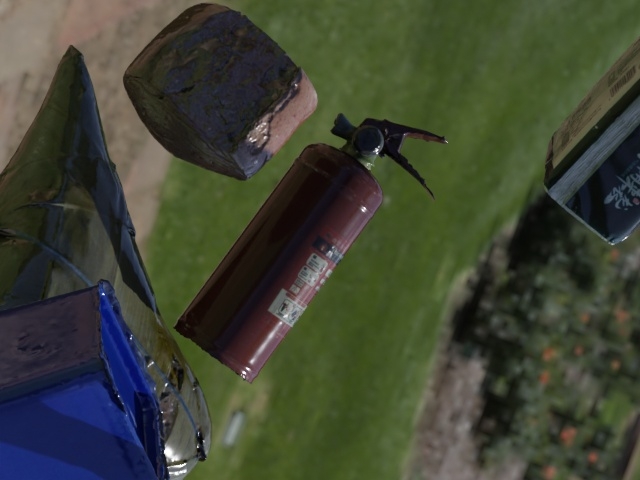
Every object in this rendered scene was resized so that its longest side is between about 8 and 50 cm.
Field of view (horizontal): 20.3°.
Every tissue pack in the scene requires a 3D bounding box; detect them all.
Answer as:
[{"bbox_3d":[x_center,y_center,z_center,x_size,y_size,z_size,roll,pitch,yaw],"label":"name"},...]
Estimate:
[{"bbox_3d":[0.250,-0.093,1.343,0.170,0.090,0.103,-47,-166,29],"label":"tissue pack"}]

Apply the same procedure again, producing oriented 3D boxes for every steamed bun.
[{"bbox_3d":[-0.100,-0.145,1.720,0.145,0.175,0.106,-44,159,-28],"label":"steamed bun"}]

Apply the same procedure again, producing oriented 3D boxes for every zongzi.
[{"bbox_3d":[-0.219,0.048,1.891,0.356,0.174,0.393,37,66,-33],"label":"zongzi"}]

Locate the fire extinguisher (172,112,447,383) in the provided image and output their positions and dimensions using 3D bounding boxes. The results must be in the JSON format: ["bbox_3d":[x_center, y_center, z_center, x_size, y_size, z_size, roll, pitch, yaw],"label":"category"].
[{"bbox_3d":[0.000,0.000,1.884,0.337,0.147,0.106,-53,-174,-4],"label":"fire extinguisher"}]

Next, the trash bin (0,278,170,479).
[{"bbox_3d":[-0.231,0.123,1.161,0.162,0.234,0.184,-105,174,-60],"label":"trash bin"}]
